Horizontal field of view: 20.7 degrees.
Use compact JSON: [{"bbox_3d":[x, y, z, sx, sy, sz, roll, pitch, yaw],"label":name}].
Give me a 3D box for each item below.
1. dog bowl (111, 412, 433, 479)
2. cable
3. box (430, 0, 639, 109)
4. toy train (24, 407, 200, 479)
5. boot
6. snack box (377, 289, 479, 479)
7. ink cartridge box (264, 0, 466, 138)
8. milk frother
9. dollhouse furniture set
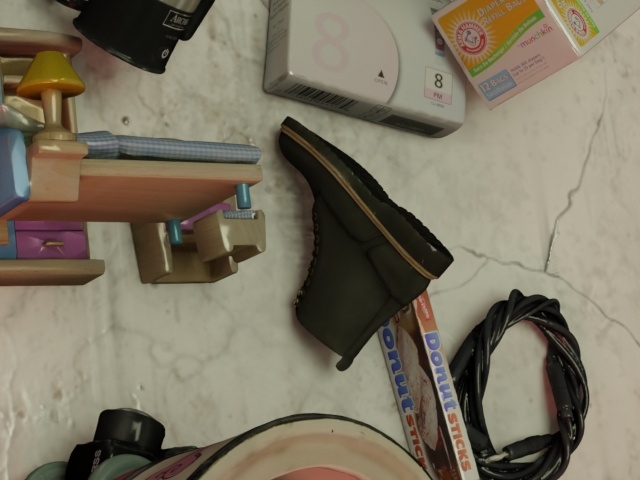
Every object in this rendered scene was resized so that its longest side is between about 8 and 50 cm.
[{"bbox_3d":[-0.057,0.321,1.180,0.408,0.150,0.408,6,82,-50],"label":"dog bowl"},{"bbox_3d":[0.187,0.132,1.578,0.150,0.047,0.184,42,59,-14],"label":"cable"},{"bbox_3d":[0.209,-0.217,1.617,0.103,0.114,0.203,57,37,-5],"label":"box"},{"bbox_3d":[-0.140,0.297,1.293,0.190,0.142,0.334,25,65,-33],"label":"toy train"},{"bbox_3d":[0.000,0.000,1.494,0.198,0.137,0.077,47,12,28],"label":"boot"},{"bbox_3d":[0.089,0.127,1.511,0.022,0.064,0.178,-11,82,-33],"label":"snack box"},{"bbox_3d":[0.046,-0.224,1.592,0.189,0.066,0.232,13,74,-27],"label":"ink cartridge box"},{"bbox_3d":[-0.150,-0.227,1.405,0.143,0.129,0.134,32,102,4],"label":"milk frother"},{"bbox_3d":[-0.146,-0.093,1.293,0.286,0.303,0.198,0,77,-31],"label":"dollhouse furniture set"}]
